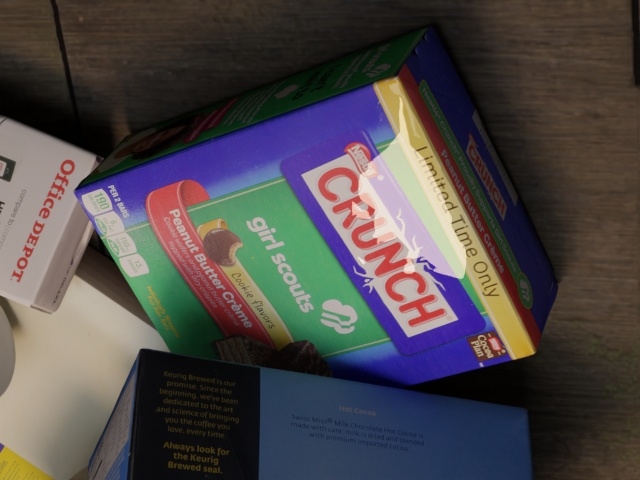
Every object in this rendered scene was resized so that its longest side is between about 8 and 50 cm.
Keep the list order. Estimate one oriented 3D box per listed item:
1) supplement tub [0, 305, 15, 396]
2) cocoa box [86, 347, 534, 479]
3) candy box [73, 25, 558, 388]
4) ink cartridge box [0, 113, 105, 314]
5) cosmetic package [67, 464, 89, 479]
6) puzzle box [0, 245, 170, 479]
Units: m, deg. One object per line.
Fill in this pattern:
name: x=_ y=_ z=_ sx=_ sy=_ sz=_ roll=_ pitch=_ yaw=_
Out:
supplement tub: x=-0.400 y=0.117 z=1.356 sx=0.199 sy=0.144 sz=0.144 roll=-18 pitch=112 yaw=27
cocoa box: x=-0.017 y=0.259 z=1.212 sx=0.347 sy=0.228 sz=0.231 roll=10 pitch=145 yaw=-15
candy box: x=0.000 y=0.000 z=1.223 sx=0.317 sy=0.122 sz=0.268 roll=-18 pitch=113 yaw=26
ink cartridge box: x=-0.305 y=-0.041 z=1.288 sx=0.203 sy=0.086 sz=0.148 roll=22 pitch=84 yaw=7
cosmetic package: x=-0.146 y=0.352 z=1.357 sx=0.296 sy=0.153 sz=0.129 roll=41 pitch=117 yaw=10
puzzle box: x=-0.293 y=0.171 z=1.467 sx=0.272 sy=0.052 sz=0.409 roll=34 pitch=124 yaw=-3
